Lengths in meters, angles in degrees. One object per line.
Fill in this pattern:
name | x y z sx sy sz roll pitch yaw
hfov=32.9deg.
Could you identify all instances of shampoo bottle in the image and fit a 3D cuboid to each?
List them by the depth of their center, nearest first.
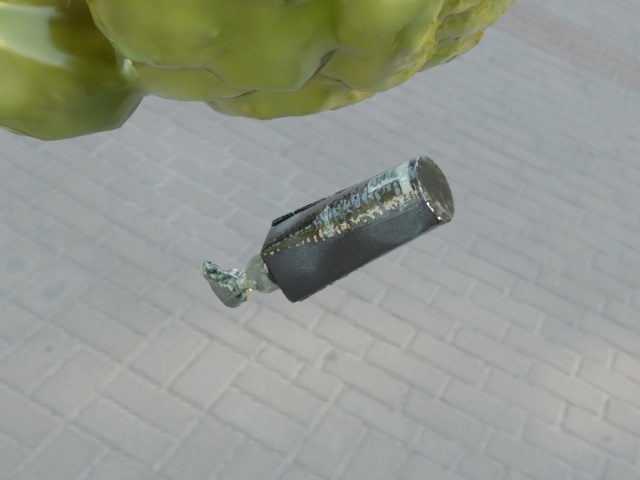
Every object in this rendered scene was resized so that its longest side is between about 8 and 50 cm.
shampoo bottle | 0.001 0.000 0.830 0.063 0.207 0.057 53 29 -19

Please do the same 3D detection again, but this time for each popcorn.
popcorn | -0.026 -0.153 0.388 0.241 0.235 0.250 -6 68 -5
